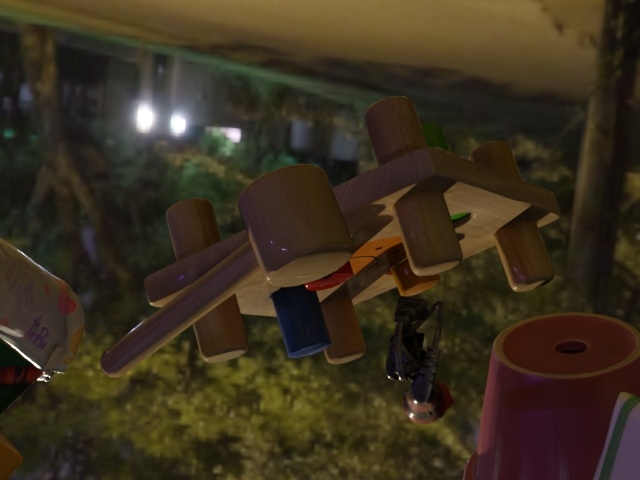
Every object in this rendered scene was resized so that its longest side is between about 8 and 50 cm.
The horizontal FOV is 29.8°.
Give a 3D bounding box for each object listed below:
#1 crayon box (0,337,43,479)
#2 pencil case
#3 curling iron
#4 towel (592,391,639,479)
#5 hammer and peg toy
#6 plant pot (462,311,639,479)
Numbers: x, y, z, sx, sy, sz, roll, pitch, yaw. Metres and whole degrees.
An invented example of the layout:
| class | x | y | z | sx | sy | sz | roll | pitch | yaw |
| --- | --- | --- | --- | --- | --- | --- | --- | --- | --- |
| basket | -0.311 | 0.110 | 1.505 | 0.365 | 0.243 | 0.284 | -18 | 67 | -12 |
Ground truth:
| class | x | y | z | sx | sy | sz | roll | pitch | yaw |
| --- | --- | --- | --- | --- | --- | --- | --- | --- | --- |
| crayon box | -0.361 | 0.169 | 0.841 | 0.202 | 0.318 | 0.081 | 46 | 171 | -34 |
| pencil case | -0.346 | 0.067 | 1.272 | 0.114 | 0.124 | 0.273 | -12 | 159 | 6 |
| curling iron | 0.076 | 0.099 | 0.834 | 0.035 | 0.068 | 0.274 | 5 | 164 | 11 |
| towel | 0.282 | 0.275 | 0.812 | 0.038 | 0.247 | 0.325 | 3 | -161 | -30 |
| hammer and peg toy | 0.000 | 0.000 | 0.894 | 0.266 | 0.127 | 0.361 | -25 | 163 | 27 |
| plant pot | 0.221 | 0.170 | 1.057 | 0.201 | 0.180 | 0.201 | -7 | -159 | 3 |
